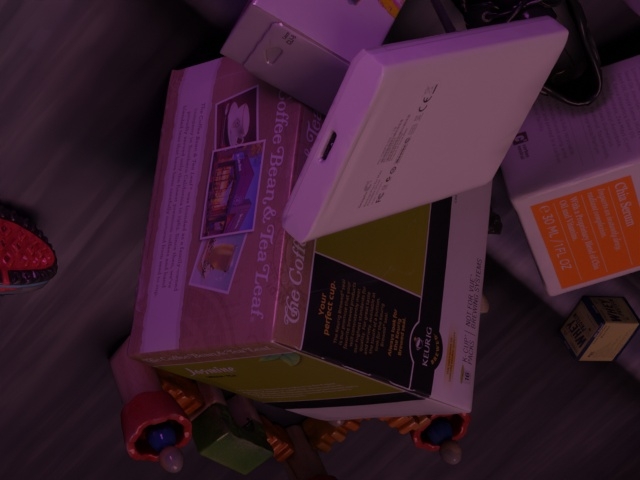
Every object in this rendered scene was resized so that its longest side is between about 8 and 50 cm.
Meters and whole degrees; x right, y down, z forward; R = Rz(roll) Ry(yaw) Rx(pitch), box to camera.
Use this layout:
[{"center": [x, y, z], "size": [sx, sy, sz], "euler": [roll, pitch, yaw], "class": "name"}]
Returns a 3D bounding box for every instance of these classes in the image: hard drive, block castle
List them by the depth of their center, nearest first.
[{"center": [0.107, -0.113, 1.497], "size": [0.307, 0.040, 0.203], "euler": [-18, 142, -48], "class": "hard drive"}, {"center": [-0.026, 0.215, 1.998], "size": [0.303, 0.213, 0.453], "euler": [-39, 139, 14], "class": "block castle"}]

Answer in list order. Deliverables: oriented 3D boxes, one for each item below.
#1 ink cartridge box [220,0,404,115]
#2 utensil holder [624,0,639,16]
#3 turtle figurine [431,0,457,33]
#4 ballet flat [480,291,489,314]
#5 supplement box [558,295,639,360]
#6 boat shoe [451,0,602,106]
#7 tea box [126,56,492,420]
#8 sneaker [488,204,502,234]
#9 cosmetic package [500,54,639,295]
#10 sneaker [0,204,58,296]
[{"center": [0.008, -0.235, 1.463], "size": [0.127, 0.176, 0.128], "euler": [31, 159, -8], "class": "ink cartridge box"}, {"center": [0.457, -0.418, 1.499], "size": [0.385, 0.328, 0.328], "euler": [-23, 140, -4], "class": "utensil holder"}, {"center": [0.118, -0.341, 1.469], "size": [0.266, 0.198, 0.275], "euler": [15, 100, -25], "class": "turtle figurine"}, {"center": [0.178, 0.060, 2.070], "size": [0.168, 0.057, 0.052], "euler": [16, 115, -40], "class": "ballet flat"}, {"center": [0.414, 0.131, 2.275], "size": [0.083, 0.056, 0.083], "euler": [3, 132, -32], "class": "supplement box"}, {"center": [0.226, -0.254, 1.709], "size": [0.127, 0.113, 0.340], "euler": [-32, 140, 7], "class": "boat shoe"}, {"center": [0.000, 0.000, 1.647], "size": [0.220, 0.329, 0.323], "euler": [-9, 156, 41], "class": "tea box"}, {"center": [0.153, -0.025, 1.965], "size": [0.170, 0.051, 0.089], "euler": [-19, 135, -16], "class": "sneaker"}, {"center": [0.455, -0.112, 1.877], "size": [0.453, 0.162, 0.230], "euler": [-18, 142, 11], "class": "cosmetic package"}, {"center": [-0.423, 0.028, 1.686], "size": [0.261, 0.104, 0.125], "euler": [2, 150, -25], "class": "sneaker"}]
